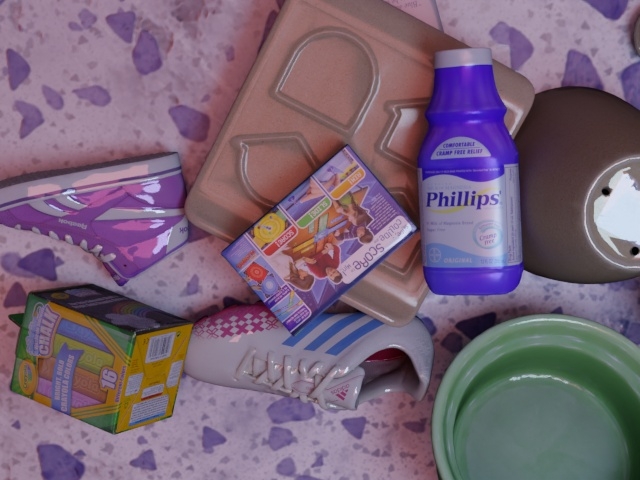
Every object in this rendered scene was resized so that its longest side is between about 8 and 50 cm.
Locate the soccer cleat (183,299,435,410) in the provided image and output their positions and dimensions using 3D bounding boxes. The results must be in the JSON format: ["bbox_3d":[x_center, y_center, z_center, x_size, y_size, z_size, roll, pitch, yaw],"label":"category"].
[{"bbox_3d":[-0.019,0.151,1.368,0.331,0.143,0.116,-4,128,-2],"label":"soccer cleat"}]

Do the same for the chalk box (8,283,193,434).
[{"bbox_3d":[-0.290,0.136,1.353,0.213,0.132,0.132,17,100,25],"label":"chalk box"}]

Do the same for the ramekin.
[{"bbox_3d":[0.282,0.256,1.353,0.303,0.148,0.303,0,65,0],"label":"ramekin"}]

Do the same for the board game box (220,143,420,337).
[{"bbox_3d":[0.000,0.000,1.310,0.201,0.035,0.136,-40,95,5],"label":"board game box"}]

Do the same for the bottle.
[{"bbox_3d":[0.172,-0.079,1.267,0.118,0.092,0.283,-1,96,18],"label":"bottle"}]

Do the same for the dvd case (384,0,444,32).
[{"bbox_3d":[0.082,-0.197,1.389,0.180,0.022,0.253,-17,100,0],"label":"dvd case"}]

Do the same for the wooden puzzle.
[{"bbox_3d":[0.046,-0.113,1.354,0.322,0.080,0.348,27,96,-4],"label":"wooden puzzle"}]

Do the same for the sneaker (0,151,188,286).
[{"bbox_3d":[-0.304,-0.011,1.363,0.282,0.102,0.161,-8,103,-2],"label":"sneaker"}]

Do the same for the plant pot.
[{"bbox_3d":[0.333,-0.050,1.299,0.256,0.274,0.256,0,100,-2],"label":"plant pot"}]

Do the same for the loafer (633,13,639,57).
[{"bbox_3d":[0.527,-0.278,1.362,0.268,0.092,0.102,-12,100,-1],"label":"loafer"}]
